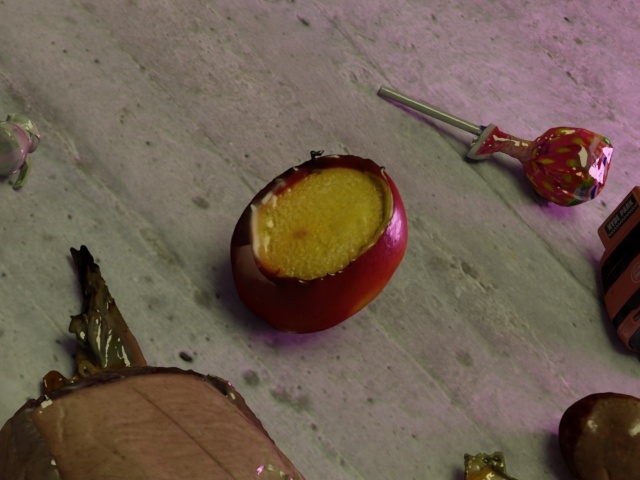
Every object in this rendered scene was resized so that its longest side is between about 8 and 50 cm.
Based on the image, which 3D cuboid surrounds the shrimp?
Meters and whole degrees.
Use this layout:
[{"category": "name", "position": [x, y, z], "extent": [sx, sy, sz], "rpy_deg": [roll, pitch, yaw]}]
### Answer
[{"category": "shrimp", "position": [-0.251, 0.101, 1.630], "extent": [0.117, 0.066, 0.262], "rpy_deg": [1, 51, -37]}]

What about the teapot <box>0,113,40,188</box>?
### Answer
[{"category": "teapot", "position": [-0.357, -0.105, 1.754], "extent": [0.083, 0.064, 0.064], "rpy_deg": [68, 29, -16]}]

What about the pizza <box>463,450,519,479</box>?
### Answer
[{"category": "pizza", "position": [0.243, 0.356, 1.736], "extent": [0.280, 0.075, 0.287], "rpy_deg": [-14, 47, -11]}]

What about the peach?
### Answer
[{"category": "peach", "position": [0.000, 0.000, 1.790], "extent": [0.196, 0.226, 0.190], "rpy_deg": [29, 37, -12]}]

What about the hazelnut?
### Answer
[{"category": "hazelnut", "position": [0.374, 0.258, 1.913], "extent": [0.154, 0.143, 0.143], "rpy_deg": [26, 39, 10]}]

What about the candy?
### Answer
[{"category": "candy", "position": [0.256, -0.156, 2.248], "extent": [0.365, 0.124, 0.124], "rpy_deg": [22, 42, -7]}]

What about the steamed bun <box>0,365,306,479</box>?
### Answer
[{"category": "steamed bun", "position": [-0.169, 0.265, 1.449], "extent": [0.301, 0.199, 0.251], "rpy_deg": [-1, 36, -48]}]

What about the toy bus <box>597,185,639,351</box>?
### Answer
[{"category": "toy bus", "position": [0.614, 0.063, 2.223], "extent": [0.427, 0.203, 0.233], "rpy_deg": [10, 42, -32]}]
